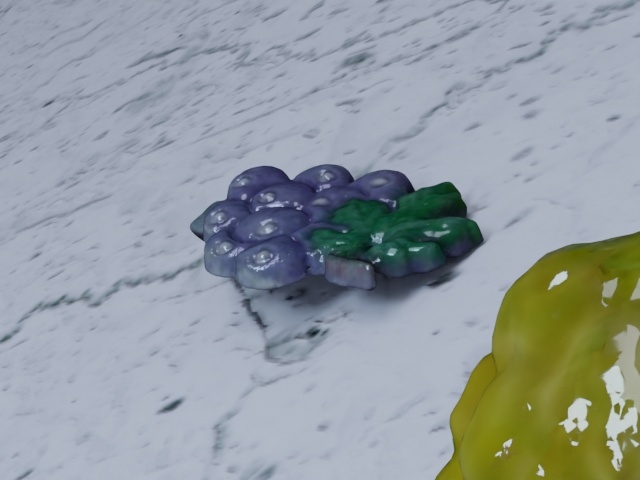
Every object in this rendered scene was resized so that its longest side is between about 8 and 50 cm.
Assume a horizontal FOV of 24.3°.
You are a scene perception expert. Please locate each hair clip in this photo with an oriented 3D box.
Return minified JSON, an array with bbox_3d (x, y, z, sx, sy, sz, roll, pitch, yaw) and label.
[{"bbox_3d":[0.001,0.001,0.821,0.195,0.052,0.124,4,35,41],"label":"hair clip"}]

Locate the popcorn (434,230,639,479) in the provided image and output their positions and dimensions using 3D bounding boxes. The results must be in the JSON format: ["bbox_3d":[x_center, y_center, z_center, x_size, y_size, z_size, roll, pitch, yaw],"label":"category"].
[{"bbox_3d":[0.142,0.069,0.390,0.226,0.200,0.203,-9,39,-36],"label":"popcorn"}]
